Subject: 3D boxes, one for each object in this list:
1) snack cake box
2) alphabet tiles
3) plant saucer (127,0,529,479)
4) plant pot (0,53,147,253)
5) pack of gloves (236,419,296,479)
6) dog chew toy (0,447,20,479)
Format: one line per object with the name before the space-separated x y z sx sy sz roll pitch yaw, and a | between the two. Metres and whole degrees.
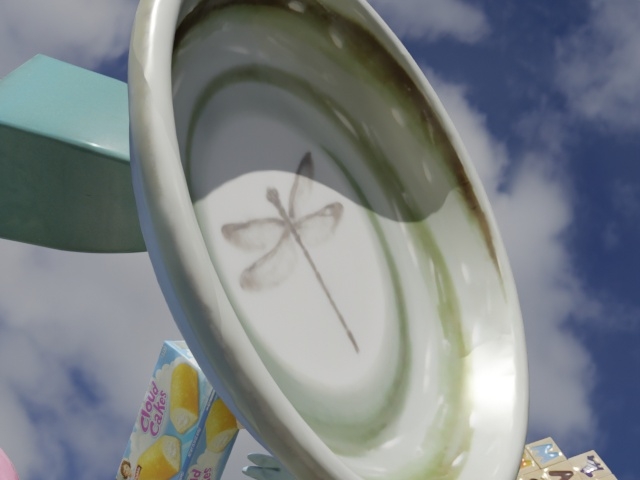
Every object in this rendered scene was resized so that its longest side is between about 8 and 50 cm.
snack cake box | -0.221 0.312 1.613 0.152 0.089 0.264 30 -75 37
alphabet tiles | 0.372 0.472 1.692 0.342 0.285 0.011 -14 -48 -18
plant saucer | 0.000 0.000 0.643 0.100 0.400 0.400 -24 -71 30
plant pot | -0.257 -0.086 1.140 0.234 0.166 0.165 15 -54 13
pack of gloves | -0.005 0.287 1.448 0.232 0.046 0.195 -1 -85 10
dog chew toy | -0.355 0.189 0.688 0.332 0.206 0.206 -3 -60 17
